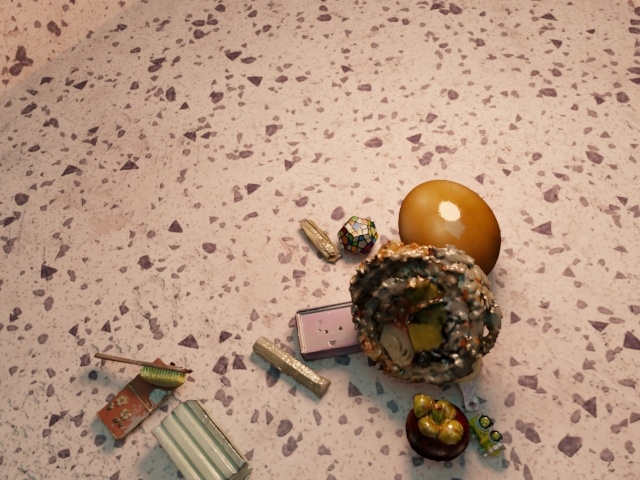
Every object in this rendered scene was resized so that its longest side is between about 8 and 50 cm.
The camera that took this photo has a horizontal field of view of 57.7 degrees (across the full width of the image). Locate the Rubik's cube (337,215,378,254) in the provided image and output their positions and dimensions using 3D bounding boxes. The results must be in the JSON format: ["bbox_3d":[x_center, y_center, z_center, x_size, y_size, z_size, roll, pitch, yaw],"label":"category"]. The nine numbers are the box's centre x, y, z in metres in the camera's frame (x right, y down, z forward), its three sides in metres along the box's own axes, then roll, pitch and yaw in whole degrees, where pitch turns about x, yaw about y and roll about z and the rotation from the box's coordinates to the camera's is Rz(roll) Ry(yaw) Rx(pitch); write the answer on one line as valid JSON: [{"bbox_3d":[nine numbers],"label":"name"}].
[{"bbox_3d":[0.119,-0.016,1.848,0.133,0.112,0.133,-2,59,3],"label":"Rubik's cube"}]

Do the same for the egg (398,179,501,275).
[{"bbox_3d":[0.377,-0.024,1.726,0.283,0.282,0.351,-26,56,-10],"label":"egg"}]

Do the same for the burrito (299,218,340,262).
[{"bbox_3d":[0.001,0.000,1.891,0.058,0.045,0.188,-44,63,9],"label":"burrito"}]

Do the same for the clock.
[{"bbox_3d":[0.028,0.264,1.707,0.193,0.073,0.144,-9,58,0],"label":"clock"}]

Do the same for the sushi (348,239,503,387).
[{"bbox_3d":[0.269,0.196,1.539,0.417,0.176,0.417,2,94,24],"label":"sushi"}]

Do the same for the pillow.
[{"bbox_3d":[-0.519,0.453,1.666,0.126,0.043,0.232,37,67,25],"label":"pillow"}]

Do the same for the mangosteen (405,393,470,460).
[{"bbox_3d":[0.299,0.476,1.483,0.166,0.180,0.166,-7,47,7],"label":"mangosteen"}]

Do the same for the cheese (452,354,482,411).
[{"bbox_3d":[0.392,0.362,1.615,0.137,0.064,0.227,-12,59,1],"label":"cheese"}]

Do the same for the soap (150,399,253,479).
[{"bbox_3d":[-0.313,0.562,1.553,0.150,0.094,0.261,-41,64,-13],"label":"soap"}]

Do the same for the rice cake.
[{"bbox_3d":[-0.088,0.361,1.674,0.256,0.052,0.057,30,95,22],"label":"rice cake"}]

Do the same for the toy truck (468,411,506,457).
[{"bbox_3d":[0.431,0.511,1.517,0.077,0.076,0.111,-34,62,5],"label":"toy truck"}]

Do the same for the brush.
[{"bbox_3d":[-0.521,0.371,1.668,0.313,0.072,0.067,6,67,15],"label":"brush"}]
